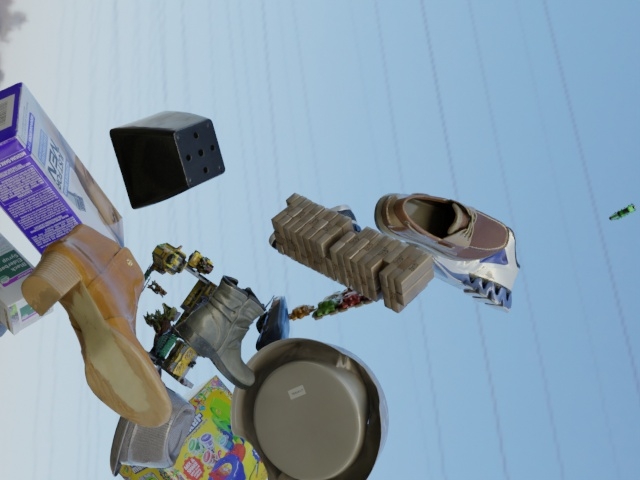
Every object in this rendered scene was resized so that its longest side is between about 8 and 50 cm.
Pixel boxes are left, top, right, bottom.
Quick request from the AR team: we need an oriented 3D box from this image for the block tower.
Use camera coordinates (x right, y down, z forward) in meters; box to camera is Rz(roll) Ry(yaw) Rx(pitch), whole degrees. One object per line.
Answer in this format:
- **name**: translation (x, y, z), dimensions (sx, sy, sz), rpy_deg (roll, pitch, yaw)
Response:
- **block tower**: translation (0.050, 0.022, 1.700), dimensions (0.335, 0.097, 0.091), rpy_deg (27, -36, 36)

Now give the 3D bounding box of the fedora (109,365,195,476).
- **fedora**: translation (-0.343, 0.397, 1.914), dimensions (0.275, 0.124, 0.243), rpy_deg (104, 7, -57)

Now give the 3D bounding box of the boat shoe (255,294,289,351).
- **boat shoe**: translation (-0.130, 0.210, 2.370), dimensions (0.258, 0.089, 0.109), rpy_deg (-85, 166, -75)

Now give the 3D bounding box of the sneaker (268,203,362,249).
- **sneaker**: translation (0.000, 0.000, 2.080), dimensions (0.121, 0.217, 0.079), rpy_deg (59, -21, 26)

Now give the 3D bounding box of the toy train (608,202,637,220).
- **toy train**: translation (0.585, -0.053, 1.758), dimensions (0.017, 0.024, 0.083), rpy_deg (65, -14, 8)

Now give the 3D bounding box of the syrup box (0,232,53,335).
- **syrup box**: translation (-0.620, 0.061, 1.739), dimensions (0.237, 0.093, 0.096), rpy_deg (39, -36, 23)

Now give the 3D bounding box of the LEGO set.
- **LEGO set**: translation (-0.331, 0.182, 2.103), dimensions (0.331, 0.255, 0.192), rpy_deg (-51, -142, -12)

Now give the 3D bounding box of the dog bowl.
- **dog bowl**: translation (-0.015, 0.370, 1.893), dimensions (0.349, 0.102, 0.348), rpy_deg (0, -89, 25)

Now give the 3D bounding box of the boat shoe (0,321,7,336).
- **boat shoe**: translation (-0.789, 0.156, 1.954), dimensions (0.123, 0.123, 0.342), rpy_deg (-45, 170, -3)

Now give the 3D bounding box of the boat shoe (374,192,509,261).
- **boat shoe**: translation (0.274, -0.029, 1.924), dimensions (0.116, 0.324, 0.123), rpy_deg (-15, -112, 63)

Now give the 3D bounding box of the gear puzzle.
- **gear puzzle**: translation (0.054, 0.163, 2.642), dimensions (0.044, 0.339, 0.175), rpy_deg (66, 19, -14)

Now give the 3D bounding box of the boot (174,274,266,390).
- **boot**: translation (-0.162, 0.187, 1.810), dimensions (0.161, 0.246, 0.083), rpy_deg (-44, -138, -6)

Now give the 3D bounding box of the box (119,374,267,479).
- **box**: translation (-0.297, 0.546, 2.245), dimensions (0.177, 0.279, 0.290), rpy_deg (-36, -174, 44)

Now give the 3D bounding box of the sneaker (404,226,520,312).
- **sneaker**: translation (0.356, 0.023, 2.161), dimensions (0.182, 0.315, 0.127), rpy_deg (-63, -160, -11)

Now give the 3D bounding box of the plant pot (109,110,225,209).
- **plant pot**: translation (-0.325, -0.187, 2.014), dimensions (0.167, 0.188, 0.187), rpy_deg (-2, -71, 39)

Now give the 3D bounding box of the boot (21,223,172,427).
- **boot**: translation (-0.292, 0.112, 1.333), dimensions (0.104, 0.295, 0.211), rpy_deg (-35, -169, 22)

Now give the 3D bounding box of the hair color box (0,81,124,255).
- **hair color box**: translation (-0.467, -0.082, 1.572), dimensions (0.185, 0.110, 0.339), rpy_deg (-108, 173, -50)
